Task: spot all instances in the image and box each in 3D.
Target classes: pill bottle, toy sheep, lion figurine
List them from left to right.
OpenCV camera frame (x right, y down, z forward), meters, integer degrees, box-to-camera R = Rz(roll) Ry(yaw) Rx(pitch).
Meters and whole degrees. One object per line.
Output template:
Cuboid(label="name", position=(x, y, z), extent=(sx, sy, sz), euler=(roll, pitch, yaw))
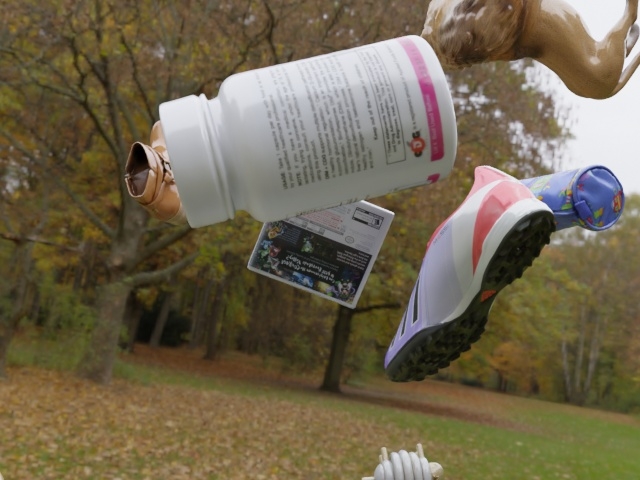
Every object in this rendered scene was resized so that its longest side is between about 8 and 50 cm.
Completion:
Cuboid(label="pill bottle", position=(-0.015, -0.110, 0.794), extent=(0.283, 0.160, 0.160), euler=(-14, -6, -6))
Cuboid(label="toy sheep", position=(0.130, 0.373, 1.185), extent=(0.132, 0.091, 0.091), euler=(-6, -8, -2))
Cuboid(label="lion figurine", position=(0.355, -0.308, 1.132), extent=(0.392, 0.240, 0.142), euler=(23, -13, -6))

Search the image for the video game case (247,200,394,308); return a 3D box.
Cuboid(label="video game case", position=(0.000, 0.000, 1.218), extent=(0.191, 0.173, 0.022), euler=(21, 9, -7))

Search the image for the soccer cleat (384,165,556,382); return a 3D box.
Cuboid(label="soccer cleat", position=(0.168, 0.053, 0.964), extent=(0.109, 0.318, 0.116), euler=(4, 38, -39))

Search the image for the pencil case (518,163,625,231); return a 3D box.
Cuboid(label="pencil case", position=(0.419, -0.062, 1.428), extent=(0.119, 0.133, 0.306), euler=(56, -27, -12))

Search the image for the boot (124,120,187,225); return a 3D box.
Cuboid(label="boot", position=(-0.262, -0.129, 1.197), extent=(0.073, 0.197, 0.152), euler=(-18, -19, 11))

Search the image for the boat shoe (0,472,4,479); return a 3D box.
Cuboid(label="boat shoe", position=(-0.497, 0.396, 1.132), extent=(0.068, 0.072, 0.190), euler=(7, 36, -41))
